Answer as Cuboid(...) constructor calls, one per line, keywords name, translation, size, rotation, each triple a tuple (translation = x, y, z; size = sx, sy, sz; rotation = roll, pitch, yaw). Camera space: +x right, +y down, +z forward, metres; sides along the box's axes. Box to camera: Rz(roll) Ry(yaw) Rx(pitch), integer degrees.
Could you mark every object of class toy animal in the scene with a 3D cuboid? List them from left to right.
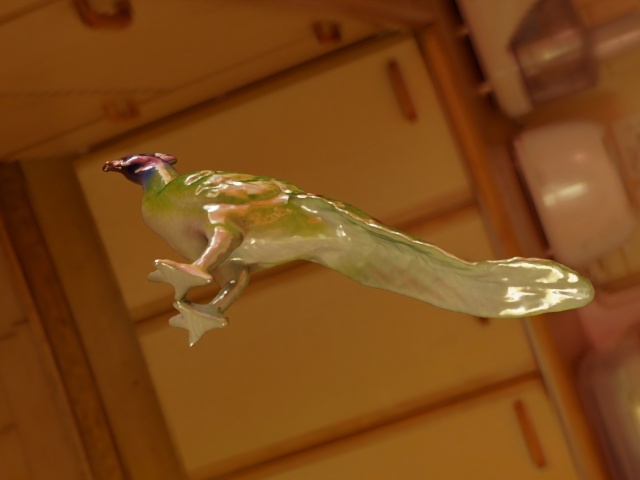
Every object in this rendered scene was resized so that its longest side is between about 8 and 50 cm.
Cuboid(name="toy animal", translation=(-0.012, 0.009, 0.556), size=(0.075, 0.217, 0.041), rotation=(-39, 130, -33))
